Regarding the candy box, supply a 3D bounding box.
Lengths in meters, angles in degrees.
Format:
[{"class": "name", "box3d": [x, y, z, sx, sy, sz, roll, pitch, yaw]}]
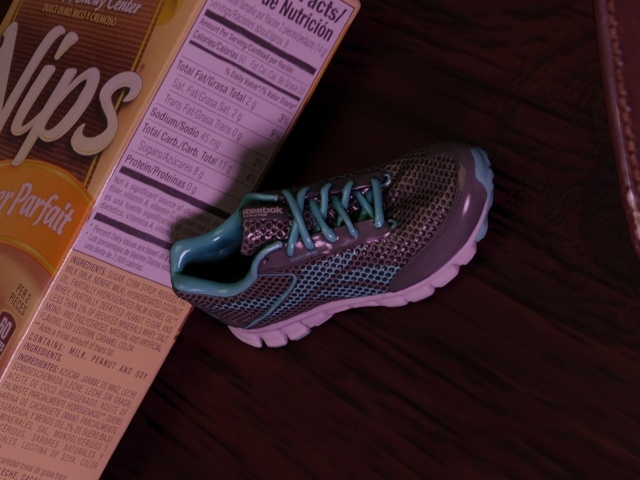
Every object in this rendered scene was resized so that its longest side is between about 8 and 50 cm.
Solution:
[{"class": "candy box", "box3d": [-0.127, -0.024, 0.792, 0.183, 0.087, 0.316, 37, 100, 51]}]

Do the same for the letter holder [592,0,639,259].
[{"class": "letter holder", "box3d": [0.175, -0.149, 0.404, 0.214, 0.152, 0.302, -1, 68, 11]}]

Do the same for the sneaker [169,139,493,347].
[{"class": "sneaker", "box3d": [0.000, 0.000, 0.684, 0.166, 0.076, 0.065, -29, 57, 31]}]
